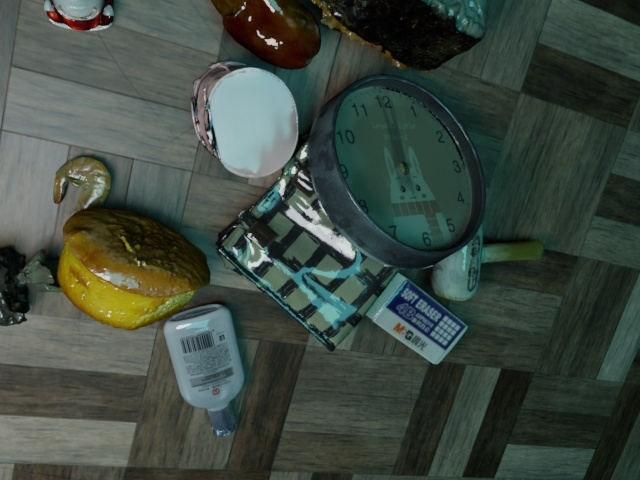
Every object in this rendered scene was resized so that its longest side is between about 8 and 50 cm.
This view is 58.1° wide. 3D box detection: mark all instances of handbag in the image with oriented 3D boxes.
[{"bbox_3d":[-0.141,-0.225,1.063,0.179,0.116,0.205,-13,111,-14],"label":"handbag"},{"bbox_3d":[0.000,0.000,1.161,0.327,0.162,0.325,40,89,-19],"label":"handbag"}]

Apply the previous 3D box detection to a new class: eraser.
[{"bbox_3d":[0.201,0.163,1.320,0.279,0.081,0.124,37,94,-25],"label":"eraser"}]

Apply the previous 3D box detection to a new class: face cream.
[{"bbox_3d":[-0.231,0.279,1.217,0.143,0.071,0.292,-16,111,-13],"label":"face cream"}]

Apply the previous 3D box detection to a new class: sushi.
[{"bbox_3d":[0.148,-0.460,1.046,0.348,0.207,0.235,23,63,-34],"label":"sushi"}]

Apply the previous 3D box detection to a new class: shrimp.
[{"bbox_3d":[-0.446,-0.077,1.046,0.095,0.045,0.163,29,98,-24],"label":"shrimp"}]

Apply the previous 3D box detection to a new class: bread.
[{"bbox_3d":[-0.334,0.041,1.018,0.268,0.268,0.146,25,110,-24],"label":"bread"}]

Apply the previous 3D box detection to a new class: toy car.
[{"bbox_3d":[-0.389,-0.409,0.922,0.112,0.112,0.139,-3,108,-17],"label":"toy car"}]

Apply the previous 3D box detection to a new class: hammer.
[{"bbox_3d":[0.397,0.027,1.337,0.305,0.113,0.202,-6,112,-22],"label":"hammer"}]

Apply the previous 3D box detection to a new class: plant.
[{"bbox_3d":[-0.554,0.081,1.017,0.203,0.142,0.131,-15,102,-4],"label":"plant"}]

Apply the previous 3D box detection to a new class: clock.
[{"bbox_3d":[0.158,-0.136,1.100,0.385,0.076,0.387,12,66,-29],"label":"clock"}]

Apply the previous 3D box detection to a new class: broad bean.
[{"bbox_3d":[-0.100,-0.391,1.002,0.228,0.156,0.122,32,92,-31],"label":"broad bean"}]
